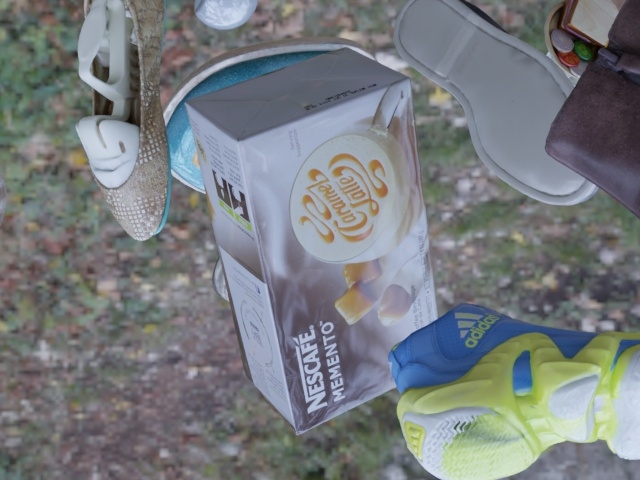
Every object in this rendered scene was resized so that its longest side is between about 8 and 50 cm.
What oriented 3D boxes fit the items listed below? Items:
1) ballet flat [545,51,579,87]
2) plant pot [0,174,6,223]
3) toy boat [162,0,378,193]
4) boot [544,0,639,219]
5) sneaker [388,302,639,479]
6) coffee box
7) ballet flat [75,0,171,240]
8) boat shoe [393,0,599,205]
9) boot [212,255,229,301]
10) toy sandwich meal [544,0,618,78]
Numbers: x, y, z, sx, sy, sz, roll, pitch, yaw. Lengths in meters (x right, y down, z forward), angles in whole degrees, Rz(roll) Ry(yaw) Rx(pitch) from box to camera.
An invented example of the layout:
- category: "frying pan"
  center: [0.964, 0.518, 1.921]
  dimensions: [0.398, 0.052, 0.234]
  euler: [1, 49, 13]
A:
- category: "ballet flat"
  center: [0.303, -0.194, 1.313]
  dimensions: [0.096, 0.095, 0.280]
  euler: [-22, -166, 7]
- category: "plant pot"
  center: [-0.478, -0.071, 1.145]
  dimensions: [0.280, 0.323, 0.323]
  euler: [36, 179, 15]
- category: "toy boat"
  center: [-0.068, -0.166, 1.229]
  dimensions: [0.268, 0.148, 0.318]
  euler: [-17, 128, 4]
- category: "boot"
  center: [0.195, 0.004, 0.555]
  dimensions: [0.207, 0.248, 0.090]
  euler: [32, -175, 31]
- category: "sneaker"
  center: [0.153, 0.077, 0.750]
  dimensions: [0.240, 0.091, 0.126]
  euler: [-4, -146, -22]
- category: "coffee box"
  center: [0.000, 0.000, 0.870]
  dimensions: [0.141, 0.246, 0.098]
  euler: [-21, -149, -22]
- category: "ballet flat"
  center: [-0.154, -0.103, 0.870]
  dimensions: [0.073, 0.206, 0.067]
  euler: [-9, 172, 37]
- category: "boat shoe"
  center: [0.126, -0.094, 0.754]
  dimensions: [0.065, 0.206, 0.075]
  euler: [14, 120, -44]
- category: "boot"
  center: [0.020, 0.005, 1.564]
  dimensions: [0.138, 0.377, 0.284]
  euler: [-6, -138, -50]
- category: "toy sandwich meal"
  center: [0.238, -0.185, 1.045]
  dimensions: [0.086, 0.085, 0.029]
  euler: [3, 166, -26]
